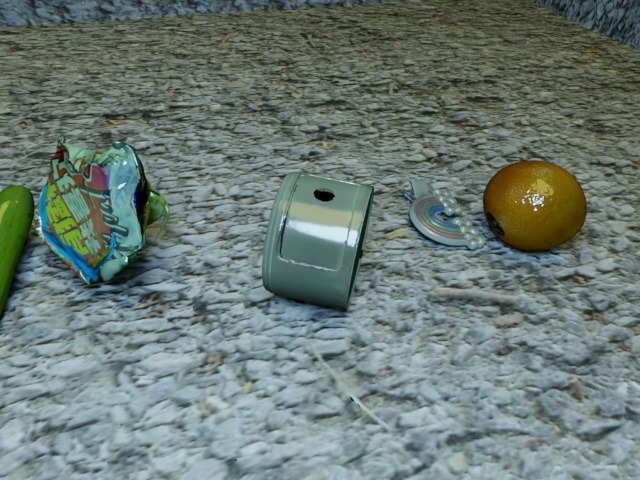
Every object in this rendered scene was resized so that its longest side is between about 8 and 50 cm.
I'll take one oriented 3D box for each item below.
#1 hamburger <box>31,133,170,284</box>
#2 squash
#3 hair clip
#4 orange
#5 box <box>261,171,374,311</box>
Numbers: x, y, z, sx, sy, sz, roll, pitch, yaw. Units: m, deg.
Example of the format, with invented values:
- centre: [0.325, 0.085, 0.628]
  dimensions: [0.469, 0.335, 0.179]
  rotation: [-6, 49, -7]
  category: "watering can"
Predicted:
- centre: [-0.371, -0.048, 0.859]
  dimensions: [0.276, 0.260, 0.150]
  rotation: [12, 10, 30]
  category: "hamburger"
- centre: [-0.565, 0.034, 0.823]
  dimensions: [0.082, 0.082, 0.292]
  rotation: [3, 65, -2]
  category: "squash"
- centre: [0.258, -0.055, 1.078]
  dimensions: [0.140, 0.054, 0.220]
  rotation: [-5, 47, -21]
  category: "hair clip"
- centre: [0.444, -0.075, 1.012]
  dimensions: [0.206, 0.206, 0.206]
  rotation: [3, 42, -3]
  category: "orange"
- centre: [0.000, 0.000, 0.854]
  dimensions: [0.149, 0.226, 0.226]
  rotation: [12, 43, 7]
  category: "box"
